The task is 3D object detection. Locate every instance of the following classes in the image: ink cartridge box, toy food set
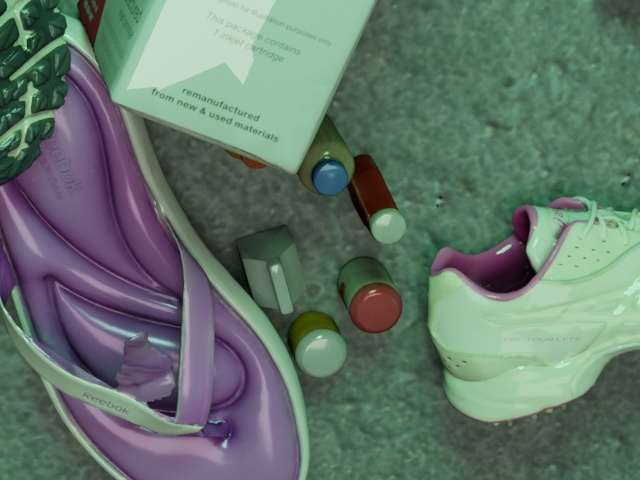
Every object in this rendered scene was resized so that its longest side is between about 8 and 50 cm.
[{"bbox_3d":[-0.026,-0.227,1.141,0.131,0.226,0.306,19,106,-19],"label":"ink cartridge box"},{"bbox_3d":[0.000,0.000,1.307,0.111,0.104,0.232,-16,115,-5],"label":"toy food set"}]

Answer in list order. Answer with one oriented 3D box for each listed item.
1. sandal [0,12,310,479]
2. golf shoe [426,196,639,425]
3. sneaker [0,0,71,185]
[{"bbox_3d":[-0.145,0.045,1.282,0.169,0.102,0.416,-23,111,13],"label":"sandal"},{"bbox_3d":[0.219,0.021,1.361,0.306,0.115,0.140,-24,112,-2],"label":"golf shoe"},{"bbox_3d":[-0.245,-0.170,1.176,0.110,0.122,0.283,-22,108,-34],"label":"sneaker"}]
